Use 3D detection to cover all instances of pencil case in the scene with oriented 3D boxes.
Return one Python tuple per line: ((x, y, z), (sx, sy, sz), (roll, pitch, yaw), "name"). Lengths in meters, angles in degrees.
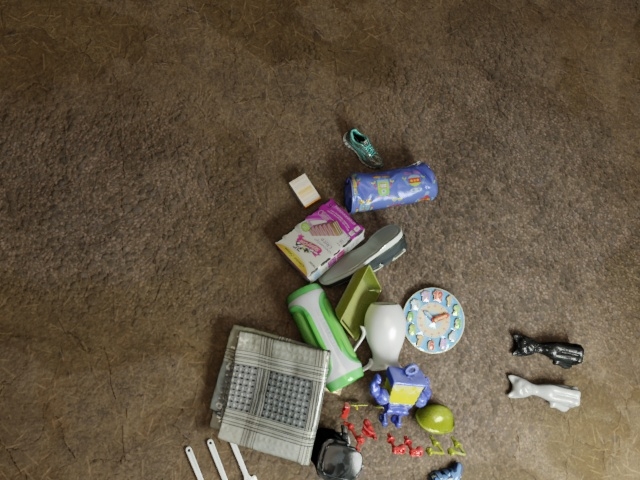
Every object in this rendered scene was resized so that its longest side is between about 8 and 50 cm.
((0.222, -0.172, 1.528), (0.305, 0.119, 0.133), (-11, 97, -10), "pencil case")

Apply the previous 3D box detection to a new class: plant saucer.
((0.108, 0.183, 1.423), (0.045, 0.188, 0.188), (19, 70, 28), "plant saucer")

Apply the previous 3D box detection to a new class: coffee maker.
((0.017, 0.593, 1.315), (0.171, 0.178, 0.120), (-7, 79, -9), "coffee maker")

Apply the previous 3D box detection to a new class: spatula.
((-0.276, 0.668, 1.341), (0.168, 0.019, 0.242), (-24, 84, -10), "spatula")

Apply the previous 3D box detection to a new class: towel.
((-0.149, 0.417, 1.313), (0.323, 0.056, 0.313), (10, 84, 21), "towel")

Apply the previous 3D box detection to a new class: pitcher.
((0.169, 0.293, 1.428), (0.177, 0.125, 0.207), (0, 89, -11), "pitcher")

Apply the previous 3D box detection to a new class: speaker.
((0.011, 0.279, 1.382), (0.131, 0.131, 0.297), (-24, 71, -12), "speaker")

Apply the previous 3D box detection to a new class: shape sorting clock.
((0.357, 0.252, 1.502), (0.206, 0.040, 0.207), (2, 78, -7), "shape sorting clock")

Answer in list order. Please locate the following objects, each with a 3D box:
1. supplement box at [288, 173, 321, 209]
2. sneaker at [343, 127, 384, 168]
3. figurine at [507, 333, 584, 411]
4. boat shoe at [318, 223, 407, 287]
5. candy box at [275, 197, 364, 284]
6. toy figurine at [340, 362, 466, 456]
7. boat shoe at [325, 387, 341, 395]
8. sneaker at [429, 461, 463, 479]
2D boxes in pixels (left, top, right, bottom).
((-0.052, -0.156, 1.530), (0.062, 0.036, 0.099), (-32, 85, -12), "supplement box")
((0.145, -0.304, 1.567), (0.166, 0.076, 0.065), (40, 77, 1), "sneaker")
((0.699, 0.414, 1.501), (0.209, 0.092, 0.215), (11, 78, 3), "figurine")
((0.138, 0.069, 1.478), (0.302, 0.114, 0.091), (-31, 123, 0), "boat shoe")
((0.000, 0.000, 1.467), (0.233, 0.071, 0.159), (-41, 67, -13), "candy box")
((0.259, 0.449, 1.328), (0.362, 0.191, 0.218), (10, 109, -13), "toy figurine")
((-0.016, 0.428, 1.403), (0.169, 0.063, 0.059), (7, 72, -7), "boat shoe")
((0.362, 0.705, 1.405), (0.144, 0.053, 0.059), (-40, 84, -14), "sneaker")
